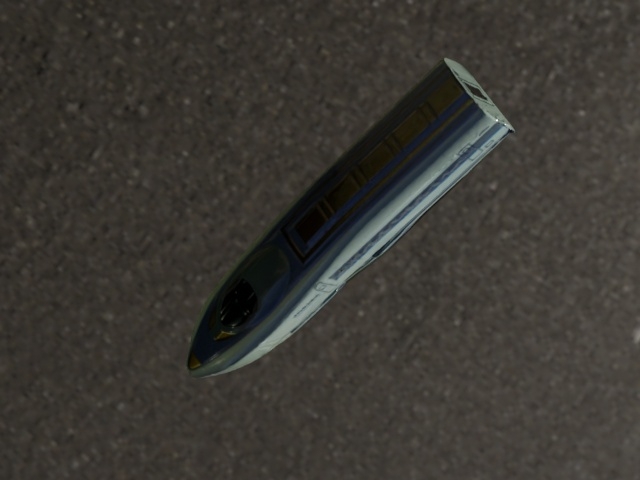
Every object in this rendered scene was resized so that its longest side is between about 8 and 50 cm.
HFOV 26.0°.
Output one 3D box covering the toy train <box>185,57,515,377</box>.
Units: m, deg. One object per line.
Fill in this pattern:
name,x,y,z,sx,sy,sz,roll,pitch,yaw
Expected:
toy train,0.000,0.000,0.800,0.252,0.055,0.048,-44,161,18
